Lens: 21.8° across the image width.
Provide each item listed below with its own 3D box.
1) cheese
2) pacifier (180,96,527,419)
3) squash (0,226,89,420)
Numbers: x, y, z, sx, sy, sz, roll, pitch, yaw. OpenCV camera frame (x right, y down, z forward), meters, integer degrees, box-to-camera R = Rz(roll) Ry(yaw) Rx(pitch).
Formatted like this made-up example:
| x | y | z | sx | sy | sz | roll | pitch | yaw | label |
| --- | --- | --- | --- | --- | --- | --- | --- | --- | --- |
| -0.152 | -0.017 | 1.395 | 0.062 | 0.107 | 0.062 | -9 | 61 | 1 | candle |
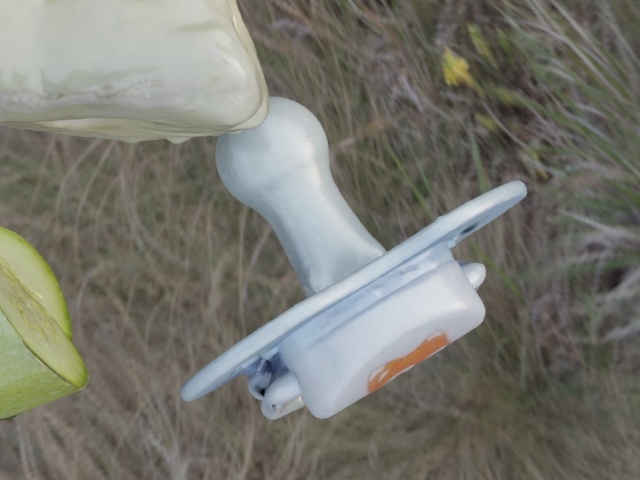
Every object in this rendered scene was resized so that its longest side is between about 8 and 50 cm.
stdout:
| x | y | z | sx | sy | sz | roll | pitch | yaw | label |
| --- | --- | --- | --- | --- | --- | --- | --- | --- | --- |
| -0.179 | -0.171 | 1.102 | 0.247 | 0.173 | 0.251 | -13 | 87 | 2 | cheese |
| 0.000 | 0.000 | 1.252 | 0.299 | 0.244 | 0.233 | -29 | 89 | -13 | pacifier |
| -0.325 | 0.069 | 1.718 | 0.133 | 0.220 | 0.220 | -26 | 106 | 24 | squash |
